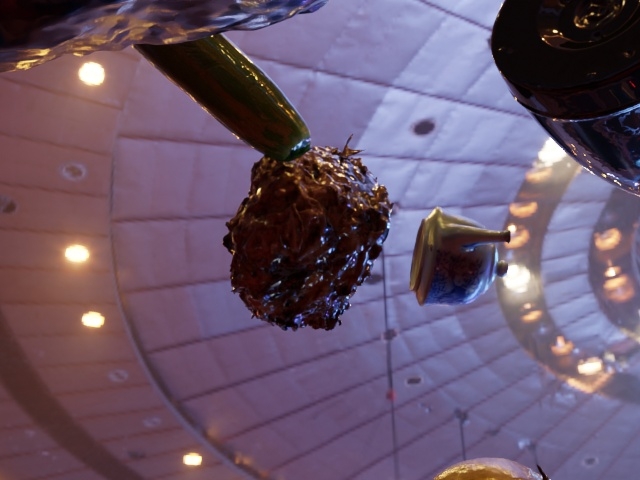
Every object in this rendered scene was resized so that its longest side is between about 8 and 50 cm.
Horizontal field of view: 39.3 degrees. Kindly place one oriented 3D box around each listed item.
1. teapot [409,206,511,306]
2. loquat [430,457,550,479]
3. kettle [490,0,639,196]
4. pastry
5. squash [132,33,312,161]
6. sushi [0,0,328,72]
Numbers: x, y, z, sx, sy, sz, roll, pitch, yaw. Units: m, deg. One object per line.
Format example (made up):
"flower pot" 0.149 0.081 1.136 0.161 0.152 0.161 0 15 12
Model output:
"teapot" 0.221 0.036 1.401 0.159 0.158 0.232 4 -27 -3
"loquat" 0.267 0.444 1.282 0.275 0.274 0.274 0 -40 0
"kettle" 0.311 -0.156 0.899 0.207 0.250 0.271 -37 -50 10
"pastry" 0.000 0.000 1.155 0.193 0.274 0.274 9 -37 22
"squash" -0.127 -0.197 1.032 0.292 0.082 0.082 41 -46 5
"sushi" -0.134 -0.260 0.556 0.294 0.281 0.299 -13 -57 -8
